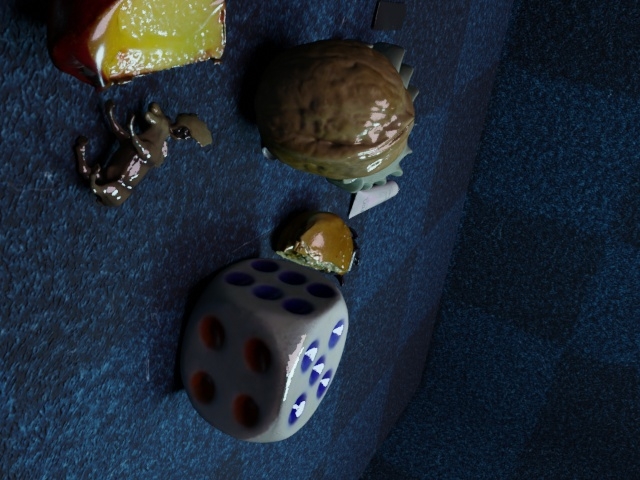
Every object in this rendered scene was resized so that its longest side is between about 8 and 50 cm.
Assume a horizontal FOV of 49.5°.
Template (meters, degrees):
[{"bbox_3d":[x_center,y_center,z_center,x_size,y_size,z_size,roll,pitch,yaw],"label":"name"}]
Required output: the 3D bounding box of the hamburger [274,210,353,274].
[{"bbox_3d":[0.000,0.000,1.762,0.156,0.144,0.283,-68,157,-4],"label":"hamburger"}]

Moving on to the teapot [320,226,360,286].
[{"bbox_3d":[0.071,0.048,2.038,0.087,0.096,0.177,-14,122,-64],"label":"teapot"}]

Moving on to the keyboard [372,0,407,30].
[{"bbox_3d":[0.183,-0.591,1.829,0.196,0.015,0.074,-30,133,-59],"label":"keyboard"}]

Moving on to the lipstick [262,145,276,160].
[{"bbox_3d":[-0.074,-0.231,1.511,0.141,0.040,0.040,-54,154,-33],"label":"lipstick"}]

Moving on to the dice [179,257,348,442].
[{"bbox_3d":[-0.117,0.230,1.522,0.304,0.277,0.304,-24,132,-58],"label":"dice"}]

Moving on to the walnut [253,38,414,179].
[{"bbox_3d":[0.030,-0.256,1.370,0.252,0.313,0.277,-63,158,-63],"label":"walnut"}]

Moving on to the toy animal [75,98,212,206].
[{"bbox_3d":[-0.276,-0.141,1.068,0.214,0.094,0.186,-56,152,-12],"label":"toy animal"}]

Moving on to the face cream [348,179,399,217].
[{"bbox_3d":[0.163,-0.139,2.150,0.244,0.058,0.092,-27,138,-51],"label":"face cream"}]

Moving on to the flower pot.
[{"bbox_3d":[0.121,-0.312,1.721,0.254,0.164,0.367,-20,126,-43],"label":"flower pot"}]

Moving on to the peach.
[{"bbox_3d":[-0.249,-0.299,0.876,0.267,0.154,0.159,-32,148,-42],"label":"peach"}]
